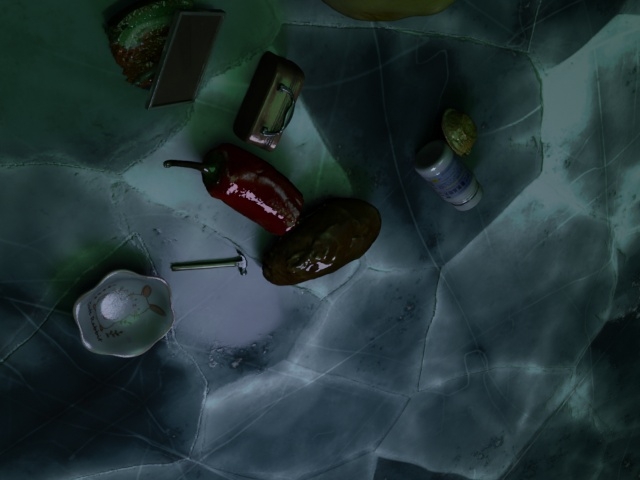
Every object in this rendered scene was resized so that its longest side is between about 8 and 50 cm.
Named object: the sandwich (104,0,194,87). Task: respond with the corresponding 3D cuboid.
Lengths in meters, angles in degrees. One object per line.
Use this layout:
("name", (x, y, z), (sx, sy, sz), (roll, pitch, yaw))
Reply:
("sandwich", (-0.309, -0.386, 1.204), (0.185, 0.109, 0.160), (-30, 126, -13))

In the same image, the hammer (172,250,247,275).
("hammer", (-0.263, 0.058, 1.498), (0.182, 0.017, 0.062), (-3, 115, -21))

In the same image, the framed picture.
("framed picture", (-0.261, -0.351, 1.214), (0.015, 0.150, 0.203), (35, 120, 11))

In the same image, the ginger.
("ginger", (0.000, 0.000, 1.497), (0.321, 0.172, 0.165), (-28, 83, -5))

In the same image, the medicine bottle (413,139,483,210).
("medicine bottle", (0.327, -0.162, 1.588), (0.103, 0.103, 0.186), (-47, 123, 4))

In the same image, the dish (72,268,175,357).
("dish", (-0.450, 0.154, 1.430), (0.229, 0.081, 0.229), (-11, 117, -22))

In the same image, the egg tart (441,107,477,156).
("egg tart", (0.346, -0.268, 1.538), (0.049, 0.129, 0.129), (-20, 135, 41))

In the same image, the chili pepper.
("chili pepper", (-0.189, -0.141, 1.357), (0.338, 0.134, 0.131), (32, 85, -36))

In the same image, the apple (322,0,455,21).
("apple", (0.107, -0.615, 1.067), (0.473, 0.473, 0.473), (-10, 118, -19))

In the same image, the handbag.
("handbag", (-0.107, -0.289, 1.312), (0.072, 0.151, 0.193), (19, 105, -28))
